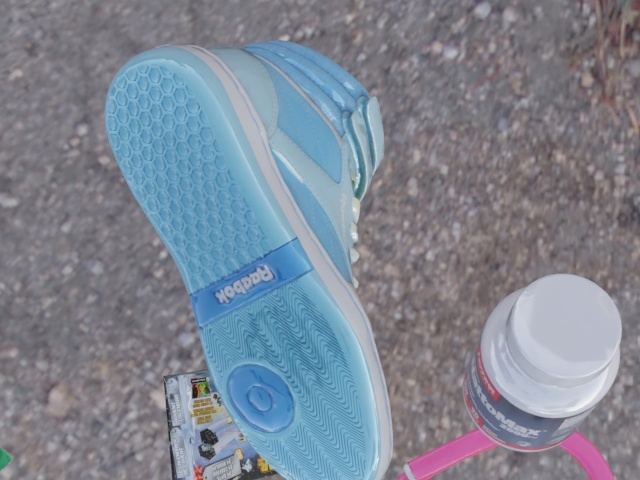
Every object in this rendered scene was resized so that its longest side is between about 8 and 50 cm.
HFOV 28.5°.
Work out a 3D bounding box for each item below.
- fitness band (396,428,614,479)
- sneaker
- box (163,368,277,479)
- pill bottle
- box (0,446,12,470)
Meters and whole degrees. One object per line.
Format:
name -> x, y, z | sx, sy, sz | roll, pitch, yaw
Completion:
fitness band -> 0.211, 0.330, 1.506 | 0.291, 0.054, 0.209 | -25, 74, 4
sneaker -> 0.000, 0.000, 0.870 | 0.127, 0.208, 0.319 | -18, 97, 34
box -> -0.066, 0.148, 1.020 | 0.027, 0.137, 0.093 | -8, 86, 39
pill bottle -> 0.175, 0.095, 0.995 | 0.108, 0.108, 0.180 | 17, 157, 6
box -> -0.356, 0.223, 1.068 | 0.179, 0.043, 0.105 | -48, 110, -14
